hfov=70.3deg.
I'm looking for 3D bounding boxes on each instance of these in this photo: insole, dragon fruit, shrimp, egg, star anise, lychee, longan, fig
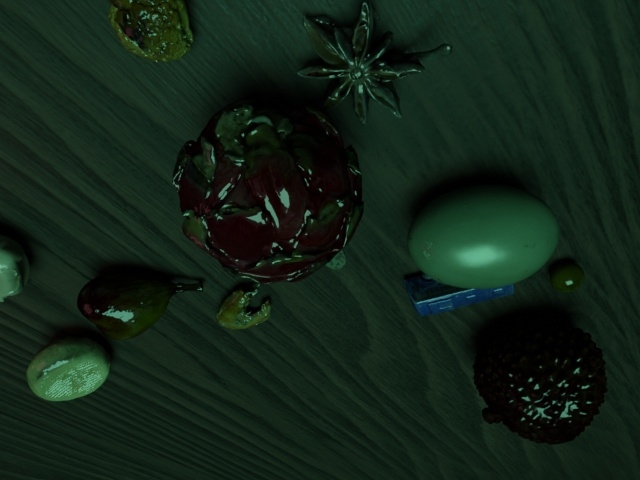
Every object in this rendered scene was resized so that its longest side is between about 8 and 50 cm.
[{"bbox_3d":[0.000,0.000,1.021,0.065,0.006,0.193,-24,126,20],"label":"insole"},{"bbox_3d":[-0.077,-0.076,0.768,0.330,0.329,0.329,0,130,0],"label":"dragon fruit"},{"bbox_3d":[-0.188,0.169,1.148,0.133,0.051,0.187,8,138,-31],"label":"shrimp"},{"bbox_3d":[0.311,-0.006,0.885,0.283,0.202,0.202,-9,130,3],"label":"egg"},{"bbox_3d":[0.077,-0.282,0.728,0.232,0.089,0.209,11,142,-2],"label":"star anise"},{"bbox_3d":[0.540,0.348,1.138,0.330,0.306,0.306,-40,124,-4],"label":"lychee"},{"bbox_3d":[0.573,0.084,1.056,0.083,0.075,0.075,-11,148,-49],"label":"longan"},{"bbox_3d":[-0.414,0.141,1.072,0.275,0.145,0.170,-14,132,-5],"label":"fig"}]

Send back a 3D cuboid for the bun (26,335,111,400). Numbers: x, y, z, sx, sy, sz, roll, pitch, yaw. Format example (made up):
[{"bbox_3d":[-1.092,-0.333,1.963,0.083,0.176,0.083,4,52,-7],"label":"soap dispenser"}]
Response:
[{"bbox_3d":[-0.686,0.335,1.244,0.223,0.127,0.222,-22,139,-20],"label":"bun"}]

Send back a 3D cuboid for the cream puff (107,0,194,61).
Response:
[{"bbox_3d":[-0.255,-0.330,0.684,0.120,0.104,0.133,-23,128,11],"label":"cream puff"}]

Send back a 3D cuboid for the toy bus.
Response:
[{"bbox_3d":[0.318,0.103,1.049,0.237,0.094,0.079,-18,128,14],"label":"toy bus"}]

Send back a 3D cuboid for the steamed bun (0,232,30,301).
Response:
[{"bbox_3d":[-0.731,0.045,1.002,0.183,0.106,0.182,3,130,3],"label":"steamed bun"}]
